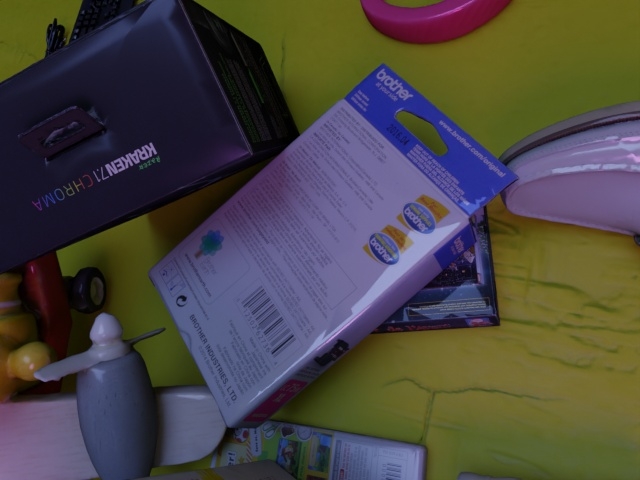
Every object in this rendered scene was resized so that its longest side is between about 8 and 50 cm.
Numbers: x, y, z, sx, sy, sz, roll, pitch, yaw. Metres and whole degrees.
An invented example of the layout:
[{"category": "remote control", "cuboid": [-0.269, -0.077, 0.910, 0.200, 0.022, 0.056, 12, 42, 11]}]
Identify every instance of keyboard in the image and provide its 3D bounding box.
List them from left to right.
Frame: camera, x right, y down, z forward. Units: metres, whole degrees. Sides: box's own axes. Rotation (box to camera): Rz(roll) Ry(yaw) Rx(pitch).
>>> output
[{"category": "keyboard", "cuboid": [-0.424, -0.309, 0.843, 0.201, 0.033, 0.317, -3, 68, 23]}]

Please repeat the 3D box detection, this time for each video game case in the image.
[{"category": "video game case", "cuboid": [-0.018, 0.281, 0.426, 0.206, 0.026, 0.227, 0, 71, 24]}]

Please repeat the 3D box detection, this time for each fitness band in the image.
[{"category": "fitness band", "cuboid": [0.162, -0.371, 0.589, 0.209, 0.054, 0.291, 26, 83, 30]}]

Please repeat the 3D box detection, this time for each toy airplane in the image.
[{"category": "toy airplane", "cuboid": [-0.340, 0.176, 0.466, 0.384, 0.272, 0.386, 41, 77, 14]}]

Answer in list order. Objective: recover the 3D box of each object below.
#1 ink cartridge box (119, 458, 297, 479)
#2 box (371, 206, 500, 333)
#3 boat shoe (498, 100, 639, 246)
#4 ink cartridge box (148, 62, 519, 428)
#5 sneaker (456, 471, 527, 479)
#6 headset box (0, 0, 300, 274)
[{"category": "ink cartridge box", "cuboid": [-0.066, 0.274, 0.278, 0.197, 0.270, 0.198, 25, 82, 28]}, {"category": "box", "cuboid": [0.048, 0.011, 0.492, 0.233, 0.044, 0.159, -8, 67, 21]}, {"category": "boat shoe", "cuboid": [0.287, -0.032, 0.362, 0.302, 0.113, 0.103, 0, 64, 23]}, {"category": "ink cartridge box", "cuboid": [0.000, 0.000, 0.455, 0.311, 0.065, 0.186, -42, 59, 6]}, {"category": "sneaker", "cuboid": [0.170, 0.299, 0.282, 0.169, 0.108, 0.293, -8, 63, 24]}, {"category": "headset box", "cuboid": [-0.170, -0.099, 0.481, 0.246, 0.283, 0.131, -23, 101, 12]}]
